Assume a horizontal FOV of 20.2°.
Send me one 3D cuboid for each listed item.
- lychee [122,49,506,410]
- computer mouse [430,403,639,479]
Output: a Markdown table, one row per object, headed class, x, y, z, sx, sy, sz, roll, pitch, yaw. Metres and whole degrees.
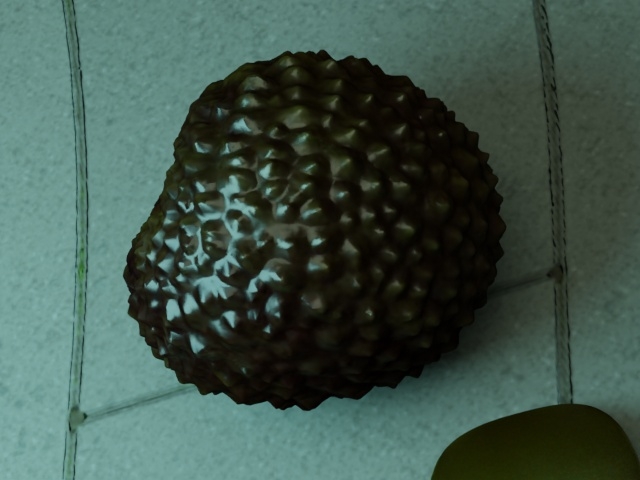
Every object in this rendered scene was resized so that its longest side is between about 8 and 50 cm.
| class | x | y | z | sx | sy | sz | roll | pitch | yaw |
| --- | --- | --- | --- | --- | --- | --- | --- | --- | --- |
| lychee | 0.000 | 0.000 | 1.283 | 0.267 | 0.267 | 0.267 | -6 | 67 | 14 |
| computer mouse | 0.167 | 0.260 | 1.220 | 0.158 | 0.072 | 0.310 | -16 | 66 | 12 |
